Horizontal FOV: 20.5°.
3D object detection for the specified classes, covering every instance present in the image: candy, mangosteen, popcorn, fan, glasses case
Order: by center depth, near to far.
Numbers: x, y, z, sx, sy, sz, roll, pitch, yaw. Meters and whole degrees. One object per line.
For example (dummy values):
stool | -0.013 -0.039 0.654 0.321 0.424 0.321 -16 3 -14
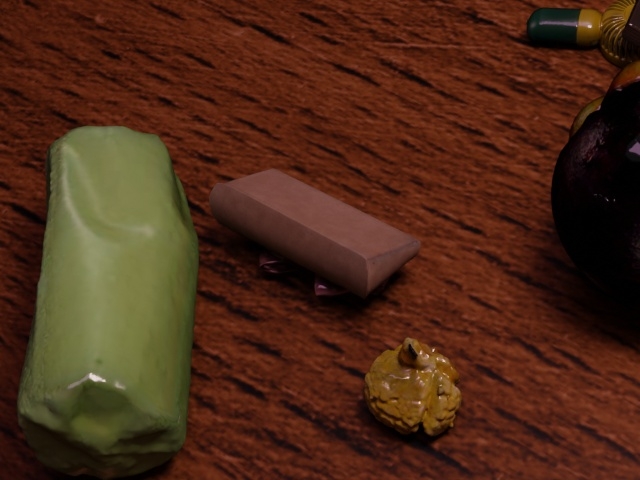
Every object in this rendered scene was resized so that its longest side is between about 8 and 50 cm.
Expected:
popcorn | 0.077 0.115 1.472 0.084 0.084 0.084 -6 47 6
mangosteen | 0.293 -0.058 1.509 0.211 0.211 0.250 -14 35 -1
candy | -0.183 0.048 1.552 0.142 0.132 0.343 -15 46 12
glasses case | 0.000 0.000 1.613 0.193 0.070 0.102 27 30 33
fan | 0.280 -0.211 1.757 0.155 0.039 0.082 4 49 16

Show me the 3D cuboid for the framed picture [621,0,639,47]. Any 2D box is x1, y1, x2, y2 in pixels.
framed picture | 0.376 -0.228 1.727 0.128 0.023 0.168 28 54 0
